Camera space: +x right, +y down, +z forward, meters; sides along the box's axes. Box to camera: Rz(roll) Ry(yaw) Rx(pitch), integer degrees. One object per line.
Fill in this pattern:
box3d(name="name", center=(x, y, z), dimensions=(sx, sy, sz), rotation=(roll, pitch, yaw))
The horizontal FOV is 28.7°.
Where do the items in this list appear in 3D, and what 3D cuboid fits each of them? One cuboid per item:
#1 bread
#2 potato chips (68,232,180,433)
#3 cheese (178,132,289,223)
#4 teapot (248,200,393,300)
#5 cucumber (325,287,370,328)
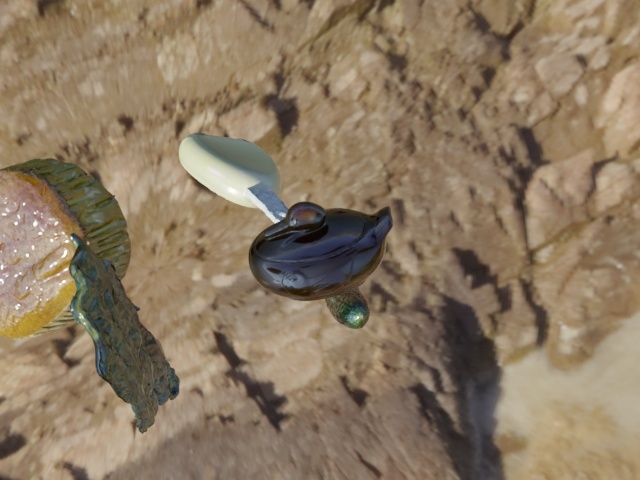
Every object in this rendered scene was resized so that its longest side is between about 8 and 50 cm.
box3d(name="bread", center=(-0.397, 0.012, 1.739), dimensions=(0.253, 0.142, 0.227), rotation=(-31, 91, 32))
box3d(name="potato chips", center=(-0.130, 0.081, 0.844), dimensions=(0.028, 0.207, 0.092), rotation=(-9, 52, 5))
box3d(name="cheese", center=(-0.086, -0.067, 1.575), dimensions=(0.127, 0.251, 0.054), rotation=(6, 111, -32))
box3d(name="teapot", center=(0.000, 0.000, 1.059), dimensions=(0.129, 0.098, 0.078), rotation=(-11, 122, 8))
box3d(name="cucumber", center=(0.040, 0.089, 1.750), dimensions=(0.052, 0.215, 0.058), rotation=(25, 96, -9))
